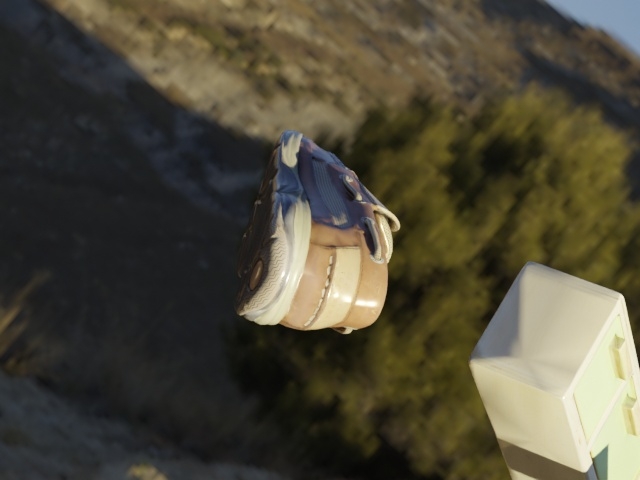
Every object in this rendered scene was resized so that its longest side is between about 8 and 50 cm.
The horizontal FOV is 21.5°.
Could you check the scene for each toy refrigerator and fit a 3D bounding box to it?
[{"bbox_3d":[0.208,0.141,1.380,0.094,0.102,0.269,21,-26,29],"label":"toy refrigerator"}]

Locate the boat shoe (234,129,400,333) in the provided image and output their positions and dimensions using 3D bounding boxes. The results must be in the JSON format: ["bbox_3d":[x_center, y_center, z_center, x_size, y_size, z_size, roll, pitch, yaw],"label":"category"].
[{"bbox_3d":[0.000,0.000,1.378,0.116,0.123,0.324,18,20,-6],"label":"boat shoe"}]
